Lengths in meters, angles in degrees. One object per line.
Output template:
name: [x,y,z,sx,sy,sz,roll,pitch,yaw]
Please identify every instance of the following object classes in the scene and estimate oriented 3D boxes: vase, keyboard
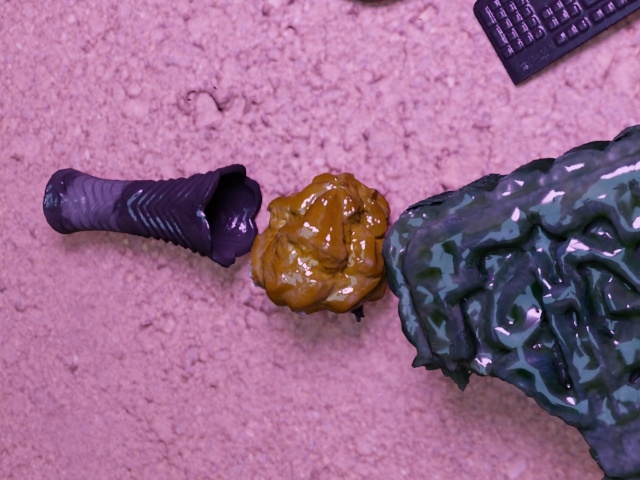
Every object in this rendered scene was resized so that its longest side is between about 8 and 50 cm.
vase: [-0.194,-0.037,1.103,0.238,0.115,0.115,5,100,28]
keyboard: [0.312,-0.274,0.875,0.381,0.041,0.103,-31,86,24]

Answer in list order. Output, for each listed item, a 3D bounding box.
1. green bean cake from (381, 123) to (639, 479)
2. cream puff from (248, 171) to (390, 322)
green bean cake: [0.237,0.073,0.893,0.300,0.169,0.307,-20,91,24]
cream puff: [0.000,-0.001,1.008,0.156,0.121,0.156,2,95,28]
